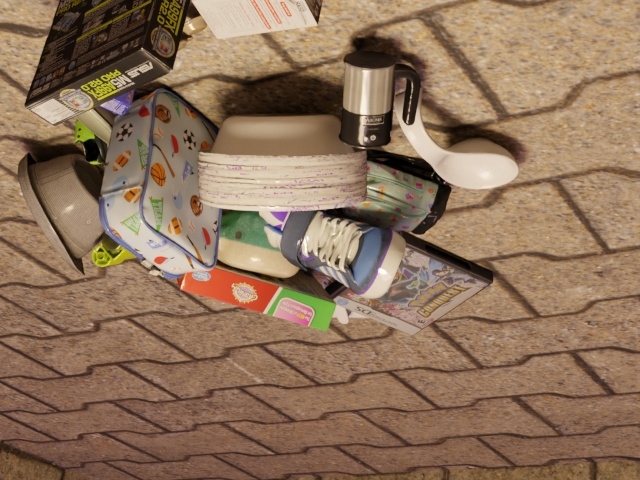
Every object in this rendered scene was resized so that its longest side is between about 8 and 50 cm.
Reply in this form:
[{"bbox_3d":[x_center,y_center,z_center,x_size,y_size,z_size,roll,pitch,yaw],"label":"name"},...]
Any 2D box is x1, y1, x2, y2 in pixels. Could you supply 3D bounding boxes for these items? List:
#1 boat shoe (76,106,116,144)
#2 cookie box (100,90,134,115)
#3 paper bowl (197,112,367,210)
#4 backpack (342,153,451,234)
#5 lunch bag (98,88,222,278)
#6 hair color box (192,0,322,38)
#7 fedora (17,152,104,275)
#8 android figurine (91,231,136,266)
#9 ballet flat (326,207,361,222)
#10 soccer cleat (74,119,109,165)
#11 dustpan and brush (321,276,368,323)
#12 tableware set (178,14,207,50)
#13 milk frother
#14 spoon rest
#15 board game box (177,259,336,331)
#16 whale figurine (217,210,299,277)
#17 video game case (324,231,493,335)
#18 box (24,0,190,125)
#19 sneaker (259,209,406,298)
[{"bbox_3d":[-0.360,-0.204,1.993,0.081,0.069,0.228,21,163,35],"label":"boat shoe"},{"bbox_3d":[-0.358,-0.268,1.841,0.107,0.092,0.040,24,146,-26],"label":"cookie box"},{"bbox_3d":[-0.063,-0.137,1.871,0.284,0.148,0.284,-2,-171,0],"label":"paper bowl"},{"bbox_3d":[0.129,-0.080,2.038,0.182,0.115,0.152,20,154,-10],"label":"backpack"},{"bbox_3d":[-0.260,-0.088,1.929,0.115,0.303,0.243,-13,146,29],"label":"lunch bag"},{"bbox_3d":[-0.092,-0.352,1.648,0.167,0.053,0.093,-2,150,22],"label":"hair color box"},{"bbox_3d":[-0.469,-0.070,2.165,0.124,0.244,0.275,-25,145,1],"label":"fedora"},{"bbox_3d":[-0.326,-0.037,2.156,0.248,0.056,0.273,-43,176,11],"label":"android figurine"},{"bbox_3d":[0.058,-0.024,2.253,0.049,0.057,0.173,41,170,34],"label":"ballet flat"},{"bbox_3d":[-0.401,-0.162,2.074,0.060,0.072,0.179,-4,150,23],"label":"soccer cleat"},{"bbox_3d":[0.039,0.133,2.523,0.147,0.060,0.211,-1,138,19],"label":"dustpan and brush"},{"bbox_3d":[-0.242,-0.305,1.716,0.141,0.020,0.168,-25,-179,41],"label":"tableware set"},{"bbox_3d":[0.076,-0.237,1.788,0.129,0.143,0.135,-14,122,-30],"label":"milk frother"},{"bbox_3d":[0.227,-0.153,1.907,0.137,0.084,0.276,-18,142,41],"label":"spoon rest"},{"bbox_3d":[-0.146,0.085,2.344,0.316,0.064,0.242,17,-171,-15],"label":"board game box"},{"bbox_3d":[-0.151,-0.016,2.252,0.272,0.141,0.216,16,180,41],"label":"whale figurine"},{"bbox_3d":[0.185,0.098,2.400,0.248,0.035,0.275,24,139,-26],"label":"video game case"},{"bbox_3d":[-0.301,-0.302,1.626,0.270,0.216,0.060,-17,141,38],"label":"box"},{"bbox_3d":[0.000,0.000,2.006,0.236,0.130,0.323,23,179,-13],"label":"sneaker"}]
